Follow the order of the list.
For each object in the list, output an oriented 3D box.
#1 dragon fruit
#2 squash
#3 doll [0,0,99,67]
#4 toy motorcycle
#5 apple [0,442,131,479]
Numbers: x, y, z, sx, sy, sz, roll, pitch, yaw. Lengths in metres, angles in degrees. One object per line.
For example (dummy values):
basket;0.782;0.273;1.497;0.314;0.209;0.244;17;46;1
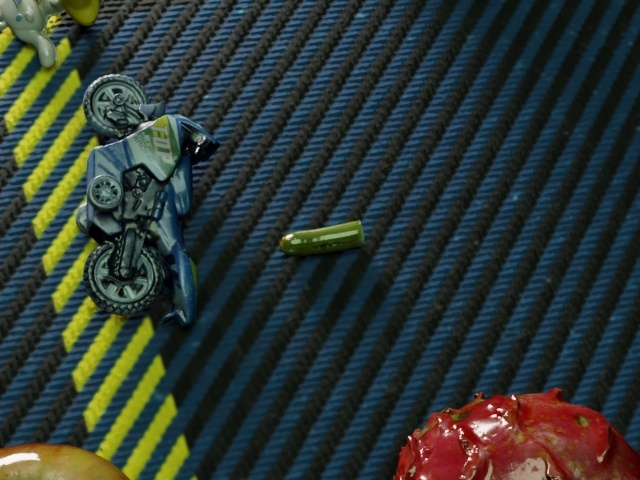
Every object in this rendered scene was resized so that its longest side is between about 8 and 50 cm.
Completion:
dragon fruit;0.192;0.229;1.340;0.268;0.210;0.205;-1;79;-14
squash;0.000;0.000;1.526;0.083;0.027;0.027;-10;64;-11
doll;-0.292;-0.255;1.612;0.135;0.071;0.113;38;82;19
toy motorcycle;-0.163;-0.041;1.496;0.135;0.092;0.254;3;70;-16
apple;-0.248;0.281;1.270;0.235;0.173;0.210;-18;61;-26
